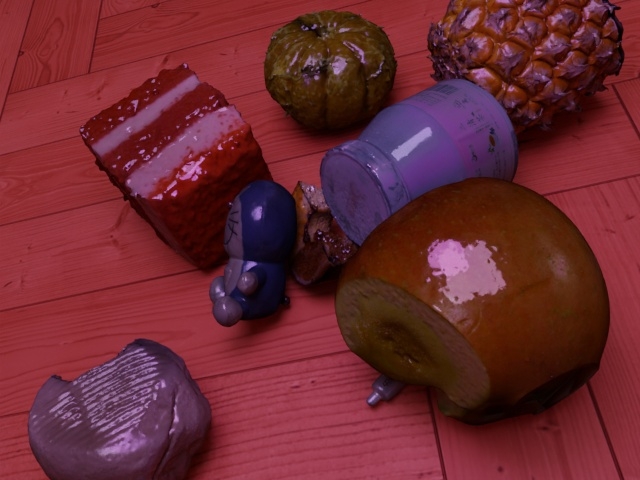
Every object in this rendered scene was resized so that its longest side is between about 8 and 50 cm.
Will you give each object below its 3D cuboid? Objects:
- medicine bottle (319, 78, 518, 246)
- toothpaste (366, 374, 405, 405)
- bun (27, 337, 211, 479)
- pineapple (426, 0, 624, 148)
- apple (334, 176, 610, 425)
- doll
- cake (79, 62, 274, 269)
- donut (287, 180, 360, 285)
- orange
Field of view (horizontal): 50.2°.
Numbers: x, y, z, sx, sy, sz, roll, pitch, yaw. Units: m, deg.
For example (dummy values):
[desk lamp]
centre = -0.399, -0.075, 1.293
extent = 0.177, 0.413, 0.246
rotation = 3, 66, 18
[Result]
[medicine bottle]
centre = 0.168, -0.128, 1.222
extent = 0.290, 0.244, 0.245
rotation = -30, 51, -25
[toothpaste]
centre = 0.162, 0.198, 1.160
extent = 0.233, 0.038, 0.060
rotation = -41, 59, -18
[bun]
centre = -0.312, 0.310, 1.115
extent = 0.282, 0.204, 0.281
rotation = -12, 38, 10
[pineapple]
centre = 0.382, -0.364, 1.332
extent = 0.300, 0.352, 0.352
rotation = -33, 52, 4
[apple]
centre = 0.227, 0.105, 1.024
extent = 0.384, 0.374, 0.374
rotation = -32, 50, 14
[doll]
centre = -0.123, 0.018, 1.252
extent = 0.154, 0.228, 0.258
rotation = 3, 97, -9
[cake]
centre = -0.268, -0.144, 1.386
extent = 0.270, 0.269, 0.319
rotation = -40, 54, -12
[donut]
centre = -0.001, -0.002, 1.293
extent = 0.085, 0.141, 0.217
rotation = 4, 48, -30
[orange]
centre = 0.012, -0.371, 1.501
extent = 0.300, 0.223, 0.301
rotation = -25, 51, -22
